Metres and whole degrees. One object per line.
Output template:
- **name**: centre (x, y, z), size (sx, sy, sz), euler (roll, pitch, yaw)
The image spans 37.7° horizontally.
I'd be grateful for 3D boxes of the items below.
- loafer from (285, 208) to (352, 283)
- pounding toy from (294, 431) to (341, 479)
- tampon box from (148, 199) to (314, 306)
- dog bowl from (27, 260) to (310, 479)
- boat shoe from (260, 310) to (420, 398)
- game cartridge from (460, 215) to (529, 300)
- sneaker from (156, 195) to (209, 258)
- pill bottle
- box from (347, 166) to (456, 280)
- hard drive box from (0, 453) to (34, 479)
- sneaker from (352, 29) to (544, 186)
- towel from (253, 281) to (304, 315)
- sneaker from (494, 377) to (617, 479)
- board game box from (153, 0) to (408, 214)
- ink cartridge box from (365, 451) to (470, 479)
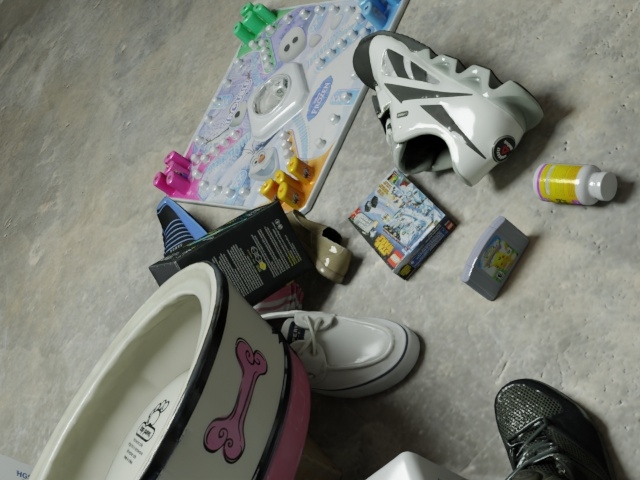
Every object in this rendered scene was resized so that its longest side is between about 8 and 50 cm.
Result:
- **loafer**: centre (0.000, 0.000, 1.241), size (0.050, 0.056, 0.148), euler (-48, 48, 8)
- **pounding toy**: centre (-0.069, 0.305, 1.047), size (0.181, 0.094, 0.206), euler (-53, 37, 2)
- **tampon box**: centre (-0.115, 0.036, 1.203), size (0.161, 0.101, 0.120), euler (-32, 9, -25)
- **dog bowl**: centre (-0.168, 0.231, 0.979), size (0.408, 0.150, 0.408), euler (-47, 20, 23)
- **boat shoe**: centre (-0.015, 0.124, 1.112), size (0.267, 0.088, 0.096), euler (-1, 61, 36)
- **game cartridge**: centre (0.189, 0.018, 1.018), size (0.083, 0.056, 0.017), euler (-58, 30, -4)
- **sneaker**: centre (-0.211, 0.011, 1.435), size (0.090, 0.081, 0.232), euler (-48, 38, -2)
- **pill bottle**: centre (0.271, -0.060, 0.999), size (0.083, 0.043, 0.043), euler (9, 70, 50)
- **box**: centre (0.099, -0.023, 1.170), size (0.094, 0.027, 0.137), euler (-47, 38, 8)
- **hard drive box**: centre (-0.515, 0.427, 1.366), size (0.089, 0.181, 0.232), euler (-33, 43, 26)
- **sneaker**: centre (0.115, -0.164, 1.182), size (0.146, 0.122, 0.330), euler (-53, 37, -1)
- **towel**: centre (-0.098, 0.152, 1.249), size (0.144, 0.029, 0.197), euler (-13, 54, 42)
- **sneaker**: centre (0.197, 0.194, 0.819), size (0.087, 0.130, 0.227), euler (-38, 38, 18)
- **board game box**: centre (-0.079, -0.232, 1.503), size (0.390, 0.050, 0.390), euler (9, 70, 50)
- **ink cartridge box**: centre (0.069, 0.419, 0.755), size (0.279, 0.160, 0.385), euler (-40, 39, 20)
